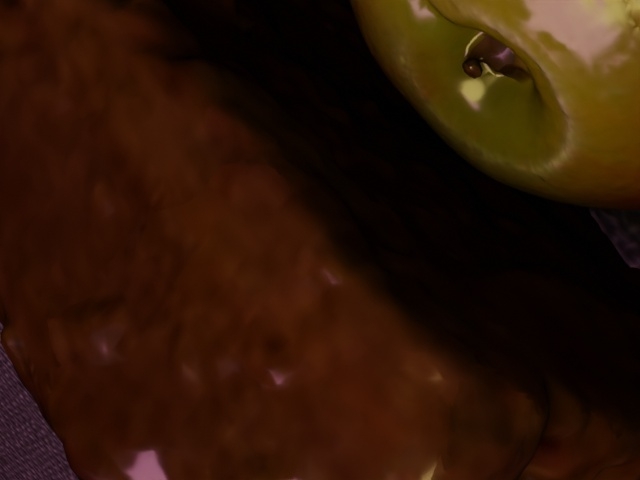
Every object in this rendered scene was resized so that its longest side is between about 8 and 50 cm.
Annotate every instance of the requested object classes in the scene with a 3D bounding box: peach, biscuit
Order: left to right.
[{"bbox_3d":[0.000,0.000,0.601,0.166,0.343,0.395,-49,56,17],"label":"biscuit"},{"bbox_3d":[0.119,-0.127,0.516,0.231,0.231,0.231,29,144,24],"label":"peach"}]
